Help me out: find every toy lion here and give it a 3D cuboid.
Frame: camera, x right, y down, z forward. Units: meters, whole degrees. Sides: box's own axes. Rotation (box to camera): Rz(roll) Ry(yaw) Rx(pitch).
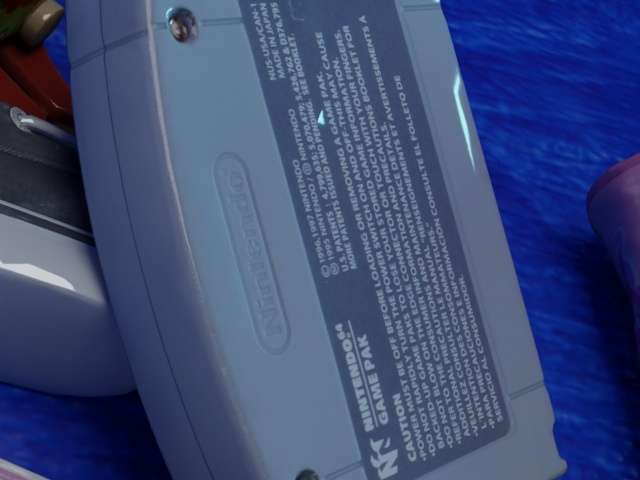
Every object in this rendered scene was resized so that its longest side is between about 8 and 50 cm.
[{"bbox_3d":[-0.130,-0.111,0.623,0.034,0.096,0.100,40,47,1],"label":"toy lion"}]

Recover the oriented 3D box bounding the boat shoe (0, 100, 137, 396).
[{"bbox_3d":[-0.190,-0.037,0.554,0.301,0.108,0.102,21,50,-21],"label":"boat shoe"}]

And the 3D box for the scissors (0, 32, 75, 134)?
[{"bbox_3d":[-0.118,-0.035,0.658,0.109,0.021,0.297,-24,74,-42],"label":"scissors"}]

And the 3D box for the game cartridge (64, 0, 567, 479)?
[{"bbox_3d":[0.000,0.000,0.596,0.196,0.060,0.294,-13,87,-53],"label":"game cartridge"}]

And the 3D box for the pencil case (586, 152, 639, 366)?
[{"bbox_3d":[0.215,0.079,0.707,0.124,0.124,0.284,10,53,-25],"label":"pencil case"}]

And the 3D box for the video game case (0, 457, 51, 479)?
[{"bbox_3d":[-0.135,0.131,0.531,0.087,0.011,0.122,27,49,-13],"label":"video game case"}]
